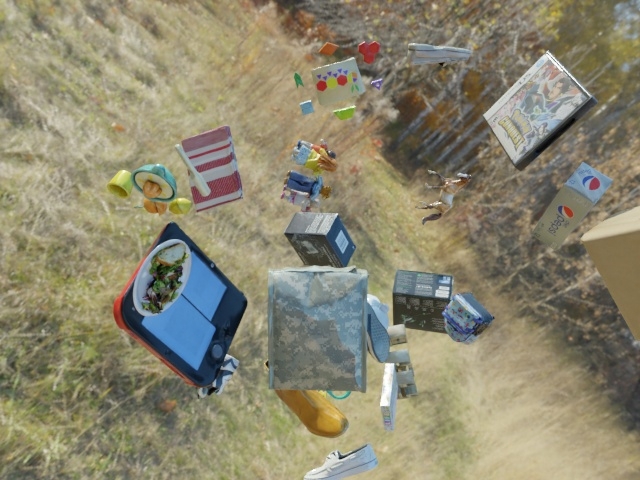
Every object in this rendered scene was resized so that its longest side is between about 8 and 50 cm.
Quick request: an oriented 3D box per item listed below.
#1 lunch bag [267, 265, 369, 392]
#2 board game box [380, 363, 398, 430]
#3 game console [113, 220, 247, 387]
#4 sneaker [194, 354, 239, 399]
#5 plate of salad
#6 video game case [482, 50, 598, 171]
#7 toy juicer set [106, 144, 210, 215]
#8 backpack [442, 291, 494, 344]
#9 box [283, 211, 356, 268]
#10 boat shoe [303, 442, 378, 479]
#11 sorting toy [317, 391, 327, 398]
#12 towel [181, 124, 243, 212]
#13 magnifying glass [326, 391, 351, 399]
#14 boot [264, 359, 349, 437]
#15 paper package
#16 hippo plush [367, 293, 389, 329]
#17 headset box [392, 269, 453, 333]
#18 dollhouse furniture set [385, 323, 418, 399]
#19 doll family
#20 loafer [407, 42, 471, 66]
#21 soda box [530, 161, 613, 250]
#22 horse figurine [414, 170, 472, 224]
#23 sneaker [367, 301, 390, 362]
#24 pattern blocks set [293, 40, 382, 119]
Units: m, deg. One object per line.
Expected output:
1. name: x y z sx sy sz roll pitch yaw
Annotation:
1. lunch bag: -0.006 0.194 1.302 0.169 0.235 0.287 -83 174 -78
2. board game box: 0.194 0.438 1.555 0.154 0.026 0.104 -71 154 -55
3. game console: -0.375 0.188 1.565 0.387 0.060 0.342 54 44 -34
4. sneaker: -0.383 0.418 1.756 0.234 0.153 0.094 13 -23 22
5. plate of salad: -0.371 0.095 1.338 0.048 0.200 0.200 21 5 21
6. video game case: 0.586 -0.358 1.516 0.035 0.248 0.275 27 33 -28
7. toy juicer set: -0.436 -0.136 1.558 0.209 0.328 0.090 45 48 -34
8. backpack: 0.520 0.296 2.032 0.116 0.173 0.158 0 40 -41
9. box: 0.000 0.000 1.677 0.093 0.158 0.156 -61 138 -31
10. boat shoe: 0.059 0.742 1.844 0.095 0.258 0.084 43 28 -82
11. sorting toy: -0.077 0.573 2.306 0.274 0.132 0.046 16 -37 32
12. towel: -0.463 -0.304 2.358 0.037 0.236 0.329 6 70 -70
13. magnifying glass: 0.020 0.571 2.192 0.230 0.092 0.026 19 2 -18
14. boot: -0.056 0.478 1.710 0.295 0.104 0.211 11 -45 48
15. paper package: 0.810 0.060 1.224 0.310 0.168 0.325 59 -24 -4
16. hippo plush: 0.119 0.246 1.934 0.294 0.236 0.235 -107 -167 -67
17. headset box: 0.442 0.274 2.404 0.283 0.246 0.131 79 21 -47
18. dollhouse furniture set: 0.249 0.447 2.016 0.212 0.160 0.242 65 17 -59
19. doll family: -0.030 -0.212 1.850 0.163 0.263 0.118 18 7 2
20. loafer: 0.217 -0.340 1.027 0.125 0.039 0.045 0 23 -17
21. soda box: 0.684 -0.087 1.528 0.091 0.098 0.286 39 -19 19
22. horse figurine: 0.504 -0.183 2.321 0.174 0.264 0.066 10 30 -10
23. sneaker: 0.120 0.283 1.759 0.086 0.163 0.226 -38 111 -36
24. pattern blocks set: 0.067 -0.588 2.050 0.026 0.324 0.286 -98 -179 -61
